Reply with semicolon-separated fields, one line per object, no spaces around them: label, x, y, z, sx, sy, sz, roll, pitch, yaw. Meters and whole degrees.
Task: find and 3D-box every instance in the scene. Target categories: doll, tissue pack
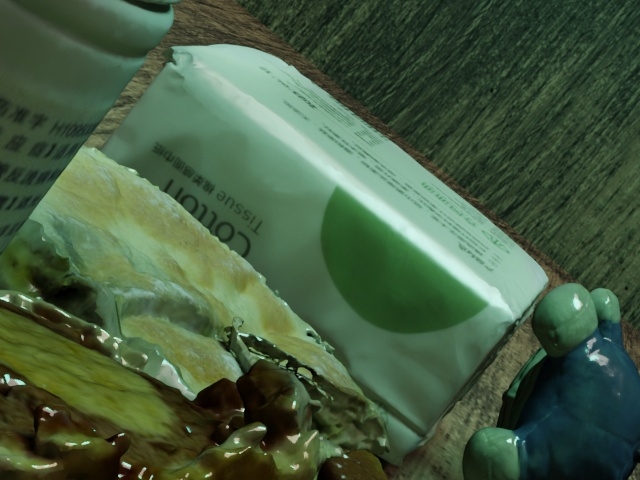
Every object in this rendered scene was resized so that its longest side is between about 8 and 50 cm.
doll;0.218;0.156;1.307;0.154;0.228;0.258;23;-4;5
tissue pack;-0.001;0.002;1.257;0.356;0.194;0.266;39;13;8

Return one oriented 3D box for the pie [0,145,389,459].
pie;-0.100;0.043;0.952;0.337;0.075;0.337;38;11;-9

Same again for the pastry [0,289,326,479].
pastry;-0.151;0.095;0.593;0.237;0.170;0.256;23;5;38

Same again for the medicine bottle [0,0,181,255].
medicine bottle;-0.197;-0.102;0.736;0.190;0.332;0.190;37;12;-9

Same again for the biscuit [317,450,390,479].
biscuit;0.013;0.178;1.025;0.180;0.039;0.236;18;23;-47
